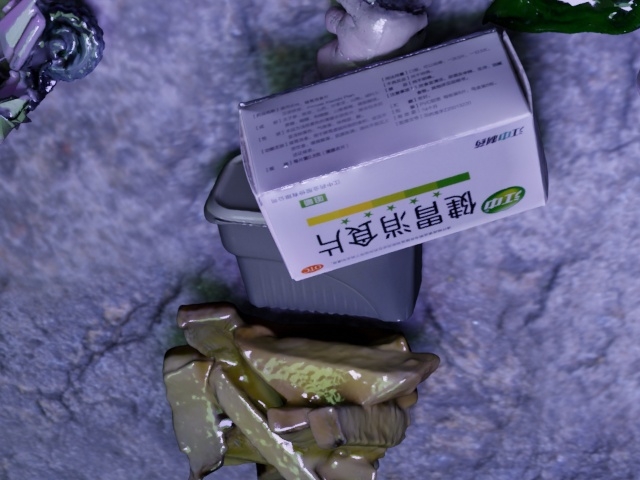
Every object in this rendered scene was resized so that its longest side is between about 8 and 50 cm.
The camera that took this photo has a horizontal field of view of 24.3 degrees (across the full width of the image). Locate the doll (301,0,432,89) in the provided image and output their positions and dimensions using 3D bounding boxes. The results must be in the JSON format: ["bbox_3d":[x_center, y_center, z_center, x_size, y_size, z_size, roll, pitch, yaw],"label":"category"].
[{"bbox_3d":[0.062,-0.218,1.731,0.149,0.095,0.192,10,130,-7],"label":"doll"}]

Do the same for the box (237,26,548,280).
[{"bbox_3d":[0.088,-0.098,1.693,0.333,0.145,0.173,-17,144,3],"label":"box"}]

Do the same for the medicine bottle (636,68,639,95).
[{"bbox_3d":[0.490,-0.086,1.606,0.241,0.241,0.302,-19,116,26],"label":"medicine bottle"}]

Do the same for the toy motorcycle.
[{"bbox_3d":[-0.426,-0.209,1.857,0.327,0.143,0.188,-38,107,26],"label":"toy motorcycle"}]

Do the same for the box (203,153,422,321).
[{"bbox_3d":[0.000,0.000,1.881,0.274,0.138,0.178,6,132,16],"label":"box"}]

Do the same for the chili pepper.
[{"bbox_3d":[0.286,-0.270,1.654,0.224,0.061,0.098,-5,129,17],"label":"chili pepper"}]

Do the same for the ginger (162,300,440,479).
[{"bbox_3d":[-0.052,0.251,1.952,0.358,0.211,0.413,16,138,-18],"label":"ginger"}]
